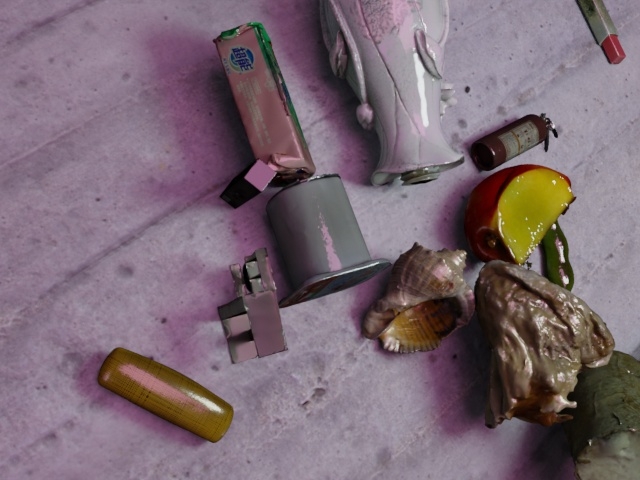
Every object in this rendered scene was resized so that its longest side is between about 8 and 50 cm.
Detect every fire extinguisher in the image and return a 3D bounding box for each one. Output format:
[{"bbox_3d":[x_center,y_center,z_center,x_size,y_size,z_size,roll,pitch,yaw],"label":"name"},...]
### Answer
[{"bbox_3d":[0.428,-0.210,1.735,0.231,0.071,0.099,-26,117,-28],"label":"fire extinguisher"}]

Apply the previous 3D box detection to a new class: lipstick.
[{"bbox_3d":[0.646,-0.563,1.916,0.051,0.051,0.312,-25,90,-28],"label":"lipstick"}]

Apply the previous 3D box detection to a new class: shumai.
[{"bbox_3d":[0.363,0.212,1.497,0.314,0.267,0.262,44,70,-22],"label":"shumai"}]

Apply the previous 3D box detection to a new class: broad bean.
[{"bbox_3d":[0.497,0.017,1.719,0.065,0.046,0.254,-11,81,-19],"label":"broad bean"}]

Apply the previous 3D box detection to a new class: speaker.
[{"bbox_3d":[-0.128,-0.094,1.385,0.040,0.191,0.046,40,73,-11],"label":"speaker"}]

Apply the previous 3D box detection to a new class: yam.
[{"bbox_3d":[0.559,0.348,1.530,0.195,0.195,0.300,44,21,-9],"label":"yam"}]

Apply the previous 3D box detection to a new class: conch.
[{"bbox_3d":[0.187,0.113,1.506,0.245,0.163,0.178,-41,79,3],"label":"conch"}]

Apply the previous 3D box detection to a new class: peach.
[{"bbox_3d":[0.388,-0.072,1.627,0.267,0.159,0.154,-47,109,-23],"label":"peach"}]

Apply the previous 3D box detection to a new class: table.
[{"bbox_3d":[-0.123,0.113,1.367,0.062,0.146,0.175,-12,83,-26],"label":"table"}]

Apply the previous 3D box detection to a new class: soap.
[{"bbox_3d":[-0.096,-0.232,1.446,0.098,0.218,0.273,-19,83,2],"label":"soap"}]

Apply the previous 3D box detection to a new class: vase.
[{"bbox_3d":[0.143,-0.326,1.548,0.250,0.250,0.445,-11,87,-26],"label":"vase"}]

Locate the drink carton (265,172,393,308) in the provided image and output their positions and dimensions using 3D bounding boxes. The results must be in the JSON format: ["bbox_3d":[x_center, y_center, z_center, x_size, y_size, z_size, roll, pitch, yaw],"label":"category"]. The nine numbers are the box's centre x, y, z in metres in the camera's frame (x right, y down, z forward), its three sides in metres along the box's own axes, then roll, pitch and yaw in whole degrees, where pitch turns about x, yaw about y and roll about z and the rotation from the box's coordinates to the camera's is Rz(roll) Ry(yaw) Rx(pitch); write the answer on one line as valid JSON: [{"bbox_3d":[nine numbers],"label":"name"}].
[{"bbox_3d":[0.000,0.000,1.445,0.191,0.185,0.189,-15,73,-24],"label":"drink carton"}]

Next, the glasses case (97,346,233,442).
[{"bbox_3d":[-0.250,0.252,1.326,0.234,0.064,0.079,31,75,-15],"label":"glasses case"}]
